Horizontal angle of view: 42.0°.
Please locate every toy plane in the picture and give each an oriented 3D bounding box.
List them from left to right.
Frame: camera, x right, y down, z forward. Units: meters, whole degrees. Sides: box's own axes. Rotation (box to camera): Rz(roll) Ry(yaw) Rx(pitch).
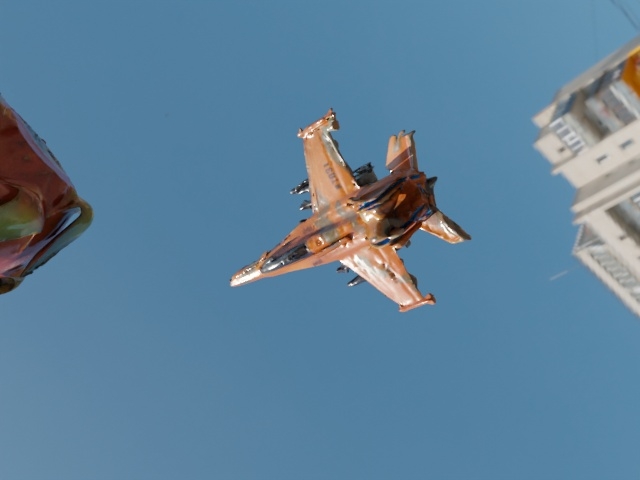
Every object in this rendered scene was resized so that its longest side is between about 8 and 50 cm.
[{"bbox_3d":[0.007,-0.005,0.538,0.062,0.188,0.135,-34,-84,-39],"label":"toy plane"}]

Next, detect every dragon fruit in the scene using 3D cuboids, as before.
[{"bbox_3d":[-0.394,-0.044,0.933,0.224,0.224,0.227,45,-93,-8],"label":"dragon fruit"}]
